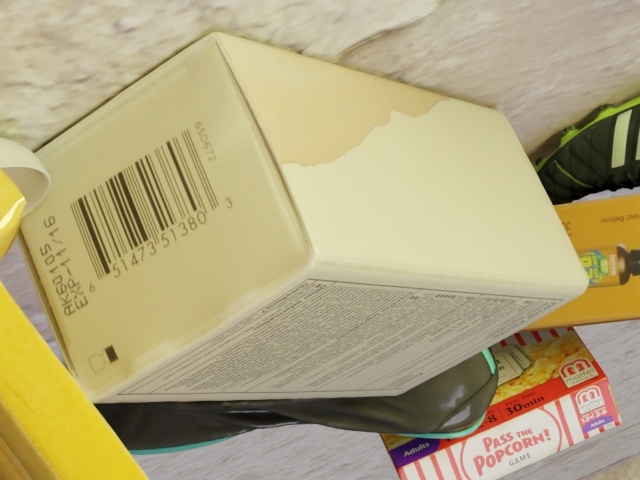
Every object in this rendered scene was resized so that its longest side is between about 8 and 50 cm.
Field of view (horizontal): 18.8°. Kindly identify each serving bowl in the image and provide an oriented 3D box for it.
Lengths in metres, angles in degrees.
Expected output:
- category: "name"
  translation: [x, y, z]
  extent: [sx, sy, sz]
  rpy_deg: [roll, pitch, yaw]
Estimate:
- category: "serving bowl"
  translation: [-0.163, -0.024, 0.856]
  extent: [0.083, 0.027, 0.083]
  rpy_deg: [-21, 164, -6]

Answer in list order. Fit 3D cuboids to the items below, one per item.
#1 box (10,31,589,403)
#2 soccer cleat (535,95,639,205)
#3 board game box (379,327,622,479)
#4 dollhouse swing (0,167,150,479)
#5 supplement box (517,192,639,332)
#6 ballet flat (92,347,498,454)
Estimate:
- category: "box"
  translation: [0.000, 0.000, 0.989]
  extent: [0.148, 0.121, 0.311]
  rpy_deg: [-31, 162, 23]
- category: "soccer cleat"
  translation: [0.206, -0.056, 1.187]
  extent: [0.179, 0.072, 0.060]
  rpy_deg: [-32, 162, 27]
- category: "board game box"
  translation: [0.097, 0.084, 1.301]
  extent: [0.146, 0.193, 0.045]
  rpy_deg: [-24, 123, -3]
- category: "dollhouse swing"
  translation: [-0.230, 0.129, 0.756]
  extent: [0.315, 0.305, 0.347]
  rpy_deg: [-17, 163, -23]
- category: "supplement box"
  translation: [0.157, 0.017, 1.208]
  extent: [0.233, 0.078, 0.080]
  rpy_deg: [-7, 174, 33]
- category: "ballet flat"
  translation: [-0.031, 0.071, 1.201]
  extent: [0.280, 0.095, 0.096]
  rpy_deg: [-5, 128, 10]
